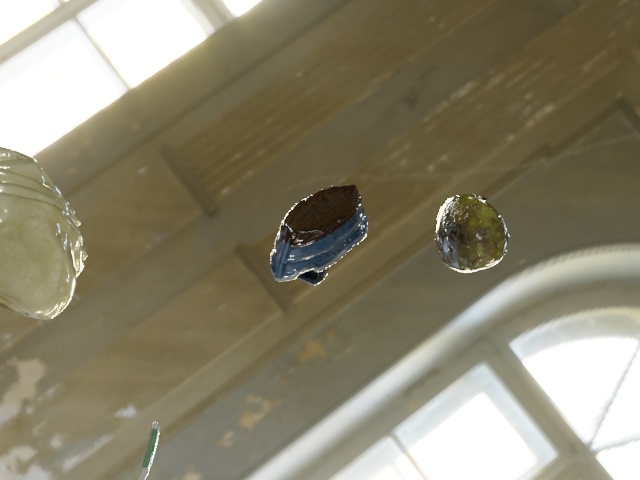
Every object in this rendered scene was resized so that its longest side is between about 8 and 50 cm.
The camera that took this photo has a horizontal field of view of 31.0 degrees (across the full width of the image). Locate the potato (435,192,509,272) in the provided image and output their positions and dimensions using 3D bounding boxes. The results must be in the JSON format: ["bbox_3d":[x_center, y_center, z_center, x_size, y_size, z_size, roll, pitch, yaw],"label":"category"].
[{"bbox_3d":[0.273,-0.014,2.180,0.251,0.113,0.149,-139,-124,-70],"label":"potato"}]

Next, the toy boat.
[{"bbox_3d":[0.000,0.000,2.093,0.129,0.309,0.142,20,-58,22],"label":"toy boat"}]

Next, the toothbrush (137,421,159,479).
[{"bbox_3d":[-0.272,0.350,1.807,0.257,0.024,0.018,-94,-179,-71],"label":"toothbrush"}]

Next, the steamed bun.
[{"bbox_3d":[-0.467,-0.028,1.684,0.276,0.203,0.289,31,-5,-19],"label":"steamed bun"}]
